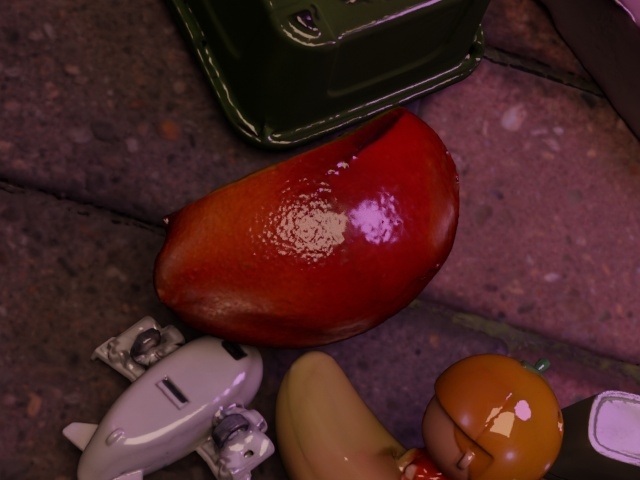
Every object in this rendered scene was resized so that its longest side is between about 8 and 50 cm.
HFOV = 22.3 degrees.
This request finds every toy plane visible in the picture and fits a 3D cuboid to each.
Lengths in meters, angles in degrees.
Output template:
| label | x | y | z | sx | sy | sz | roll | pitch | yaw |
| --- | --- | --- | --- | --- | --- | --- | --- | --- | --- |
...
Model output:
| label | x | y | z | sx | sy | sz | roll | pitch | yaw |
| --- | --- | --- | --- | --- | --- | --- | --- | --- | --- |
| toy plane | -0.116 | 0.136 | 1.254 | 0.174 | 0.080 | 0.174 | 0 | 59 | 0 |

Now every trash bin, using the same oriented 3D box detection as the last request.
| label | x | y | z | sx | sy | sz | roll | pitch | yaw |
| --- | --- | --- | --- | --- | --- | --- | --- | --- | --- |
| trash bin | 0.244 | 0.166 | 1.300 | 0.116 | 0.130 | 0.059 | 13 | 72 | -9 |

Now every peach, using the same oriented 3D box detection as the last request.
| label | x | y | z | sx | sy | sz | roll | pitch | yaw |
| --- | --- | --- | --- | --- | --- | --- | --- | --- | --- |
| peach | 0.005 | -0.003 | 1.251 | 0.267 | 0.154 | 0.158 | -25 | 85 | -42 |

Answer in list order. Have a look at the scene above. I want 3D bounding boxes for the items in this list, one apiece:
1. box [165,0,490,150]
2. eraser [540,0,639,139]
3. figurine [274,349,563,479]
| label | x | y | z | sx | sy | sz | roll | pitch | yaw |
| --- | --- | --- | --- | --- | --- | --- | --- | --- | --- |
| box | -0.006 | -0.269 | 1.349 | 0.253 | 0.178 | 0.328 | -24 | 80 | -20 |
| eraser | 0.397 | -0.246 | 1.468 | 0.359 | 0.122 | 0.272 | -35 | 86 | -19 |
| figurine | 0.106 | 0.188 | 1.226 | 0.324 | 0.124 | 0.222 | 40 | 108 | 15 |
